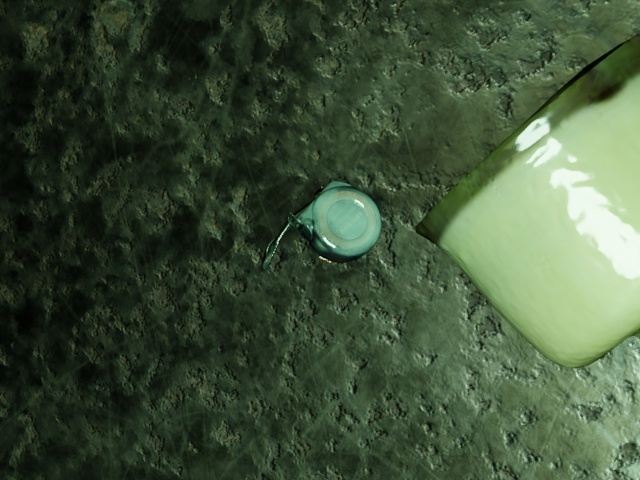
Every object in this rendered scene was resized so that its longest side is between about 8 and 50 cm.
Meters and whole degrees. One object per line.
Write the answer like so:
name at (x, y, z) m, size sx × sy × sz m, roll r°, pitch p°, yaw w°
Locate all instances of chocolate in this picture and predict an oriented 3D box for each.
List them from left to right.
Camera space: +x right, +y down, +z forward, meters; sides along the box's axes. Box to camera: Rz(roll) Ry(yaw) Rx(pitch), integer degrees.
chocolate at (0.304, -0.013, 1.147) m, size 0.314 × 0.326 × 0.297 m, roll -39°, pitch 88°, yaw 18°

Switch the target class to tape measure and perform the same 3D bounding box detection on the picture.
tape measure at (0.002, -0.002, 1.432) m, size 0.107 × 0.104 × 0.180 m, roll 44°, pitch 143°, yaw -1°
